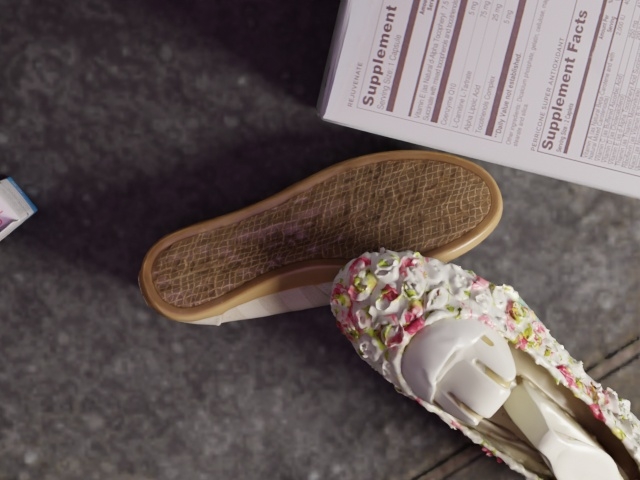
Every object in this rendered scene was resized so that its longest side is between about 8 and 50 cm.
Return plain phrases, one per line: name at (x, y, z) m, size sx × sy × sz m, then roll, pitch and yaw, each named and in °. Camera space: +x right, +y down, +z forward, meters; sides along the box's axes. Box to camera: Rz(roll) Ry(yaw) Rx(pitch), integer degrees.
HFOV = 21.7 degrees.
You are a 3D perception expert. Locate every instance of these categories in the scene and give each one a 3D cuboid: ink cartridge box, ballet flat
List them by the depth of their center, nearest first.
ballet flat at (0.111, 0.087, 0.957) m, size 0.241 × 0.077 × 0.091 m, roll 33°, pitch 105°, yaw -20°
ink cartridge box at (-0.197, -0.010, 0.969) m, size 0.048 × 0.083 × 0.028 m, roll -39°, pitch 95°, yaw 3°

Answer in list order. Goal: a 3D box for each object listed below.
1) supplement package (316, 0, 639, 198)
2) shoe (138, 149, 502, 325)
supplement package at (0.146, -0.131, 0.903) m, size 0.262 × 0.199 × 0.198 m, roll 14°, pitch 95°, yaw -2°
shoe at (0.000, 0.000, 0.992) m, size 0.219 × 0.058 × 0.077 m, roll -14°, pitch 76°, yaw -3°
